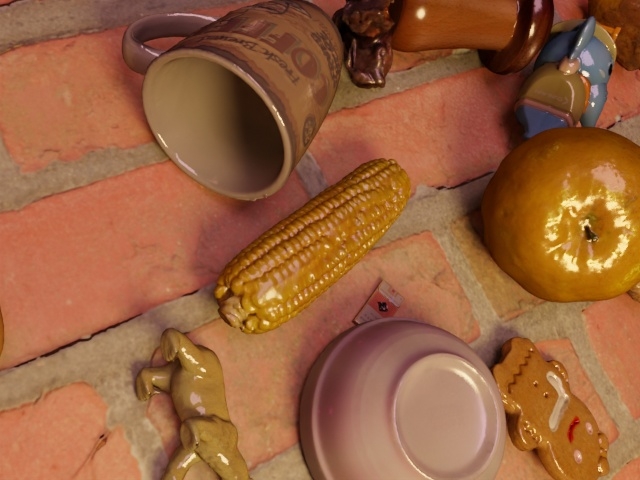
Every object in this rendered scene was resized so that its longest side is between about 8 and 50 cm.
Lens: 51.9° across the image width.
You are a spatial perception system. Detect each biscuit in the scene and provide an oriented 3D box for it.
[{"bbox_3d":[0.348,0.264,0.988,0.249,0.035,0.184,53,46,-1],"label":"biscuit"}]

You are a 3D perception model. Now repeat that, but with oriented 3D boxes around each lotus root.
[{"bbox_3d":[0.641,-0.475,1.320,0.180,0.199,0.188,37,54,-12],"label":"lotus root"}]

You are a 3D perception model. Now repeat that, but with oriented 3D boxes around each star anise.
[{"bbox_3d":[0.066,-0.326,1.032,0.098,0.220,0.214,0,61,5],"label":"star anise"}]

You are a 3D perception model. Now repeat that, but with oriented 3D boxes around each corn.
[{"bbox_3d":[0.000,0.000,0.914,0.120,0.120,0.363,49,60,1],"label":"corn"}]

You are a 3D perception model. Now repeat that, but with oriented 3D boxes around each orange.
[{"bbox_3d":[0.389,-0.041,1.020,0.279,0.235,0.279,1,103,6],"label":"orange"}]

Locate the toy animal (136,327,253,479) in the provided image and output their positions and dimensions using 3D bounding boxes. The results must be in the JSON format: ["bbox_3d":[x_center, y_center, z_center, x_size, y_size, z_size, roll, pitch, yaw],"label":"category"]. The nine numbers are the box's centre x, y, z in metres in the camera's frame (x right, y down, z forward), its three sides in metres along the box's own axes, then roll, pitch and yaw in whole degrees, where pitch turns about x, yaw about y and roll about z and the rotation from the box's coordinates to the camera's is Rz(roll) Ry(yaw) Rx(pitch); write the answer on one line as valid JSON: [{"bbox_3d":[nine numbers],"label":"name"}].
[{"bbox_3d":[-0.144,0.218,0.798,0.101,0.103,0.219,1,64,-48],"label":"toy animal"}]

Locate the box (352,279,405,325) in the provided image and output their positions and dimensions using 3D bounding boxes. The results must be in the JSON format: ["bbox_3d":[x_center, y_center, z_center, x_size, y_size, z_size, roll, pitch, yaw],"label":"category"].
[{"bbox_3d":[0.087,0.102,0.973,0.046,0.012,0.083,41,62,-3],"label":"box"}]

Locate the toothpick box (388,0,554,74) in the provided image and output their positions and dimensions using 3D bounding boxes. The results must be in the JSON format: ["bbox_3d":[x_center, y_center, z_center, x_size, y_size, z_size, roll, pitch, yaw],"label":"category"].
[{"bbox_3d":[0.255,-0.394,1.139,0.294,0.192,0.192,2,70,-16],"label":"toothpick box"}]

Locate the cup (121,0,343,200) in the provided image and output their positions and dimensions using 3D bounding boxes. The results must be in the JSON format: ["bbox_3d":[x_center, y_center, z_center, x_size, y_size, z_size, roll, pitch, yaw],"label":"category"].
[{"bbox_3d":[-0.117,-0.235,0.922,0.301,0.227,0.257,30,49,5],"label":"cup"}]

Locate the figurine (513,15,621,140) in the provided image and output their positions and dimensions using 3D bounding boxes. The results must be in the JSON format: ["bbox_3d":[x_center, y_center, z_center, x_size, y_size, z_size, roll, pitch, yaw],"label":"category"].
[{"bbox_3d":[0.440,-0.278,1.190,0.180,0.153,0.262,28,88,-44],"label":"figurine"}]

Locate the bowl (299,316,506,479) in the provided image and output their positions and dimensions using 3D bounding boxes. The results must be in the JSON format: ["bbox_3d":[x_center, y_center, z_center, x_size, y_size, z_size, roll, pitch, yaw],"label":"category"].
[{"bbox_3d":[0.129,0.235,0.859,0.286,0.144,0.287,7,71,-23],"label":"bowl"}]

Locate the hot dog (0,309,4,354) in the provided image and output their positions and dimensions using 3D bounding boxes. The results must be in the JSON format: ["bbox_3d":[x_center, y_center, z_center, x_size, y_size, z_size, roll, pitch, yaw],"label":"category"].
[{"bbox_3d":[-0.403,0.113,0.739,0.089,0.060,0.140,-10,68,-22],"label":"hot dog"}]

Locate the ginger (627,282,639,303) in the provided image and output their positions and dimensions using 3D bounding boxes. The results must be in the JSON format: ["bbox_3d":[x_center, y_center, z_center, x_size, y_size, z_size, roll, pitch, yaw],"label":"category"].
[{"bbox_3d":[0.581,0.024,1.172,0.147,0.081,0.334,5,70,-26],"label":"ginger"}]
